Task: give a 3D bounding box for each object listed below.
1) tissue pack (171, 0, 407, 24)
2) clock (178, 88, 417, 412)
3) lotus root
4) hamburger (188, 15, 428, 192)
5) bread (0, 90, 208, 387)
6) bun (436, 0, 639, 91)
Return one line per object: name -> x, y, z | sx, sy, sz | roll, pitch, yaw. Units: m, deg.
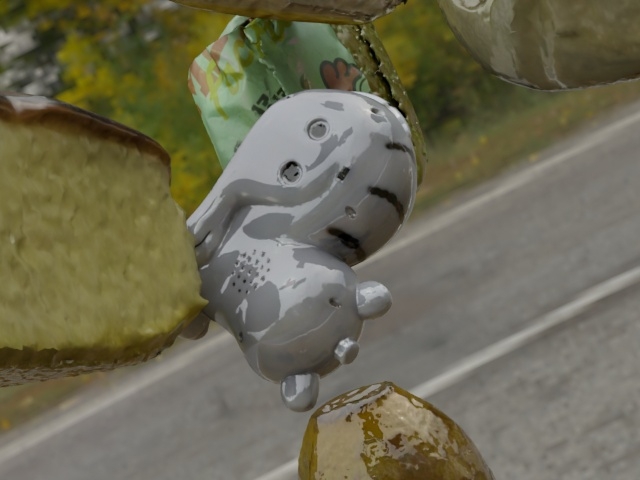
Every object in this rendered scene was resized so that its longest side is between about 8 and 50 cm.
tissue pack -> -0.048, -0.263, 1.305 | 0.192, 0.134, 0.271 | 3, 24, -11
clock -> 0.000, 0.000, 0.969 | 0.176, 0.117, 0.080 | -56, -30, -7
lotus root -> 0.062, 0.217, 1.654 | 0.188, 0.180, 0.199 | -25, 14, -2
hamburger -> 0.007, -0.103, 1.417 | 0.125, 0.214, 0.235 | -13, -2, 43
bread -> -0.272, 0.017, 0.852 | 0.333, 0.143, 0.323 | -11, -6, 23
bun -> 0.097, -0.131, 0.533 | 0.166, 0.113, 0.173 | -42, 26, -20
